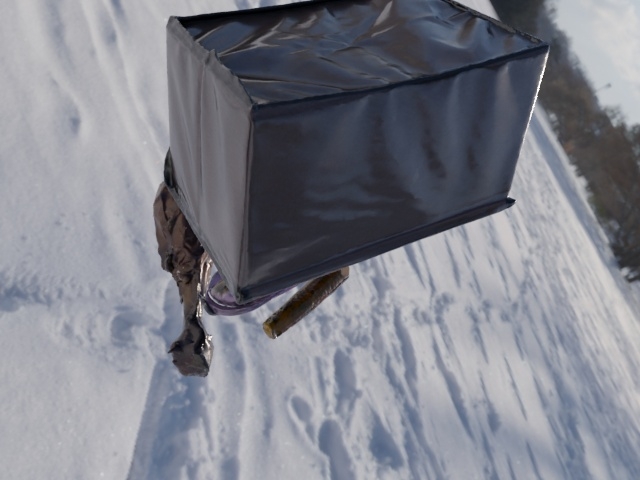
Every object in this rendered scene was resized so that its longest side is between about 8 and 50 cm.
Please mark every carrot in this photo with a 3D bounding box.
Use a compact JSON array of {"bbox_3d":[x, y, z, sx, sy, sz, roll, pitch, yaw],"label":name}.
[{"bbox_3d":[-0.020,0.081,0.950,0.170,0.042,0.042,-39,101,-34],"label":"carrot"}]

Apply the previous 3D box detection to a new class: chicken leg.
[{"bbox_3d":[-0.188,0.050,0.989,0.113,0.093,0.304,8,71,-58],"label":"chicken leg"}]

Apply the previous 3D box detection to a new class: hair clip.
[{"bbox_3d":[-0.001,-0.001,0.865,0.110,0.358,0.096,51,-23,22],"label":"hair clip"}]

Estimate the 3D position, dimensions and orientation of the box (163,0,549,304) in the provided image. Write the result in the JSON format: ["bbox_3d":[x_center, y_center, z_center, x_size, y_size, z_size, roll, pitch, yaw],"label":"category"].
[{"bbox_3d":[0.018,-0.094,0.520,0.188,0.252,0.153,50,-33,45],"label":"box"}]
